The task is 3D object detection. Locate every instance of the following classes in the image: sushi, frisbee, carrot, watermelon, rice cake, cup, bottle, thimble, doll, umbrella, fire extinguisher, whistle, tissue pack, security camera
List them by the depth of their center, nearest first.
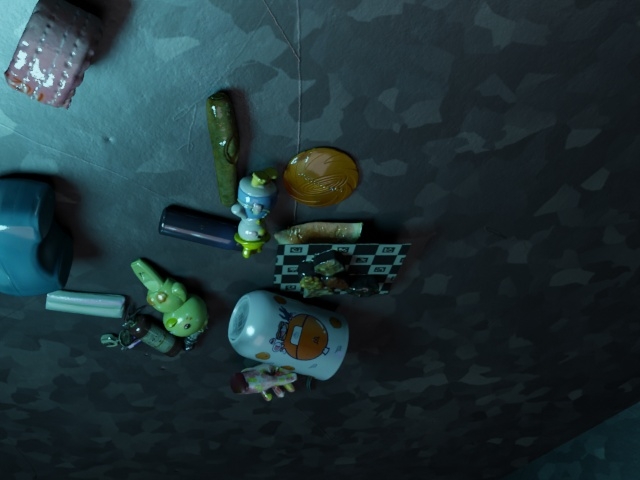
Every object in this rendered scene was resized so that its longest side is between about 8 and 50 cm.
[{"bbox_3d":[-0.502,-0.361,1.163,0.125,0.163,0.189,25,114,-28],"label":"thimble"},{"bbox_3d":[-0.222,-0.193,1.442,0.070,0.070,0.342,-2,138,-4],"label":"carrot"},{"bbox_3d":[-0.737,-0.003,1.482,0.206,0.198,0.287,-4,138,-5],"label":"tissue pack"},{"bbox_3d":[-0.162,-0.069,1.529,0.099,0.135,0.241,10,119,2],"label":"doll"},{"bbox_3d":[0.002,-0.149,1.533,0.192,0.035,0.192,-3,136,-3],"label":"frisbee"},{"bbox_3d":[-0.296,-0.024,1.603,0.244,0.072,0.082,14,168,-19],"label":"bottle"},{"bbox_3d":[0.000,-0.005,1.670,0.245,0.063,0.119,-5,126,6],"label":"watermelon"},{"bbox_3d":[0.050,0.113,1.723,0.359,0.064,0.343,0,152,-7],"label":"sushi"},{"bbox_3d":[-0.435,0.180,1.754,0.141,0.141,0.294,-29,131,22],"label":"whistle"},{"bbox_3d":[-0.688,0.183,1.795,0.222,0.042,0.080,9,136,-14],"label":"rice cake"},{"bbox_3d":[-0.104,0.279,1.841,0.317,0.212,0.212,21,130,-24],"label":"cup"},{"bbox_3d":[-0.520,0.273,1.894,0.099,0.071,0.231,-44,128,1],"label":"fire extinguisher"},{"bbox_3d":[-0.391,0.284,1.934,0.050,0.046,0.188,1,136,-34],"label":"umbrella"},{"bbox_3d":[-0.649,0.316,1.936,0.092,0.058,0.058,-17,136,22],"label":"security camera"}]

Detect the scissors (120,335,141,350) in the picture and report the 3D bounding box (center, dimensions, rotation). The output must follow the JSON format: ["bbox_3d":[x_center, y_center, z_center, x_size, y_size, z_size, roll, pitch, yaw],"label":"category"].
[{"bbox_3d":[-0.609,0.329,1.974,0.113,0.012,0.039,-36,129,28],"label":"scissors"}]

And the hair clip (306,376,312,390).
[{"bbox_3d":[-0.026,0.475,2.184,0.070,0.039,0.229,8,139,-14],"label":"hair clip"}]

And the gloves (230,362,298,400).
[{"bbox_3d":[-0.181,0.476,2.110,0.241,0.126,0.145,-5,140,-45],"label":"gloves"}]
